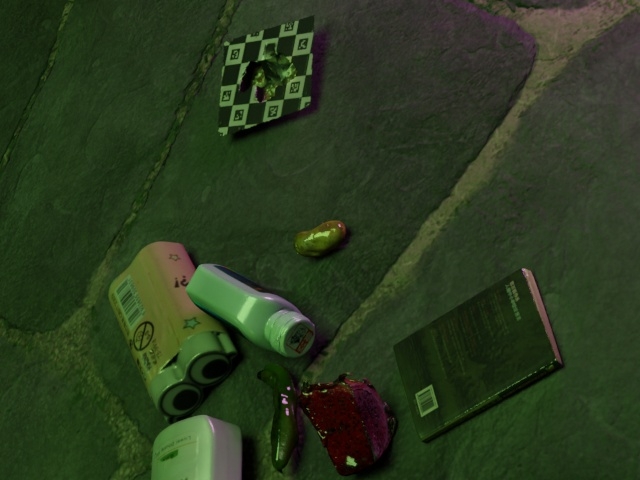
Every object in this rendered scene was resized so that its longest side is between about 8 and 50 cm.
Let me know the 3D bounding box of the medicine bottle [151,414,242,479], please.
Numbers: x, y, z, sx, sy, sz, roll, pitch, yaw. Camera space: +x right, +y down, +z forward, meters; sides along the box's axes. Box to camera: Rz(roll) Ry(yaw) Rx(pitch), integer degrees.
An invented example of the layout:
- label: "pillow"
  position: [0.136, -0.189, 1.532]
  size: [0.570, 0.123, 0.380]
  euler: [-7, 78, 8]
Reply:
- label: "medicine bottle"
  position: [-0.186, 0.414, 1.978]
  size: [0.161, 0.111, 0.296]
  euler: [-31, 48, 41]

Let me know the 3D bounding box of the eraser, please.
- label: "eraser"
  position: [-0.251, 0.143, 2.228]
  size: [0.171, 0.087, 0.290]
  euler: [-49, 41, 14]

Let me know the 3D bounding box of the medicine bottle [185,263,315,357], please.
- label: "medicine bottle"
  position: [-0.099, 0.111, 2.071]
  size: [0.229, 0.121, 0.083]
  euler: [27, 86, 48]

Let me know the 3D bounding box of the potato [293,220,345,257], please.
- label: "potato"
  position: [0.000, 0.000, 2.104]
  size: [0.092, 0.046, 0.045]
  euler: [-22, 38, 19]

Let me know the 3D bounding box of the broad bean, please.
- label: "broad bean"
  position: [-0.057, 0.251, 2.002]
  size: [0.061, 0.046, 0.195]
  euler: [-49, 36, 27]

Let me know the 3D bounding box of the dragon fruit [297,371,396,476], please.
- label: "dragon fruit"
  position: [0.048, 0.240, 1.876]
  size: [0.102, 0.096, 0.147]
  euler: [-17, 98, 41]

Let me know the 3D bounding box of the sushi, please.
- label: "sushi"
  position: [-0.084, -0.281, 2.360]
  size: [0.210, 0.040, 0.192]
  euler: [-13, 65, 36]

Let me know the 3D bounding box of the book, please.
- label: "book"
  position: [0.207, 0.154, 1.825]
  size: [0.228, 0.024, 0.160]
  euler: [-34, 47, 25]
